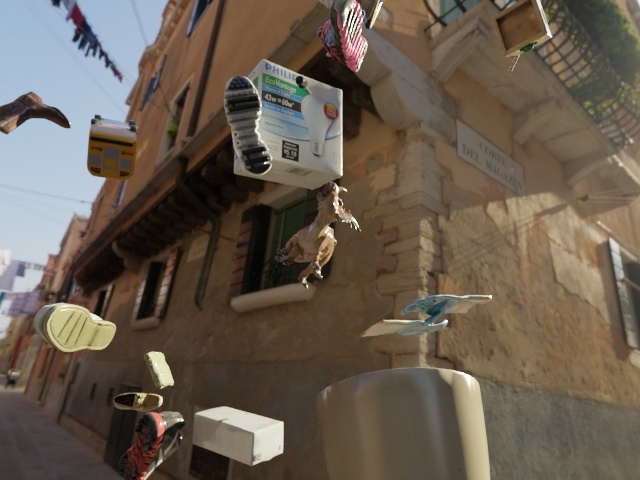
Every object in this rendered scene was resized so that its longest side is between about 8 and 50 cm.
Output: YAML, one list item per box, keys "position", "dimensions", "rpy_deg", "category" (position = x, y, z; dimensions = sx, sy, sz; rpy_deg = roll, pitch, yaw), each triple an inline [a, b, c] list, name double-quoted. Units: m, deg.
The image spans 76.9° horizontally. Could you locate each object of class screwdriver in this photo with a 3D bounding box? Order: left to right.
- position: [-0.039, -0.372, 0.977]
  dimensions: [0.025, 0.024, 0.170]
  rpy_deg: [22, 12, -1]
  category: "screwdriver"

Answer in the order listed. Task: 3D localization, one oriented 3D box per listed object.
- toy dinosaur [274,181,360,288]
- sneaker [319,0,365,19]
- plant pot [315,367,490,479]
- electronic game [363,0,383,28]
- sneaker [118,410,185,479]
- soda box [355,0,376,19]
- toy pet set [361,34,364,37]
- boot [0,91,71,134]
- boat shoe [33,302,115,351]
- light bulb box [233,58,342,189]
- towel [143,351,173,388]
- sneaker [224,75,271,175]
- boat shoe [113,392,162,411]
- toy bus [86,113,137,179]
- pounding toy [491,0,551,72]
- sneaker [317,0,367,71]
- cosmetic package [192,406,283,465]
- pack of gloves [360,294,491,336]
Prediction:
- position: [0.000, 0.000, 1.003]
  dimensions: [0.127, 0.200, 0.295]
  rpy_deg: [40, -20, 4]
  category: "toy dinosaur"
- position: [0.021, -0.479, 0.753]
  dimensions: [0.166, 0.065, 0.076]
  rpy_deg: [32, -64, -10]
  category: "sneaker"
- position: [0.126, 0.356, 0.557]
  dimensions: [0.257, 0.274, 0.256]
  rpy_deg: [-2, -38, -2]
  category: "plant pot"
- position: [0.178, -0.729, 1.157]
  dimensions: [0.048, 0.229, 0.229]
  rpy_deg: [22, -21, 0]
  category: "electronic game"
- position: [-0.454, 0.570, 1.101]
  dimensions: [0.135, 0.276, 0.098]
  rpy_deg: [6, 29, -51]
  category: "sneaker"
- position: [0.116, -0.616, 0.841]
  dimensions: [0.092, 0.083, 0.263]
  rpy_deg: [16, -32, -12]
  category: "soda box"
- position: [0.090, -0.769, 1.425]
  dimensions: [0.065, 0.122, 0.114]
  rpy_deg: [-27, 32, -36]
  category: "toy pet set"
- position: [-0.575, -0.233, 0.791]
  dimensions: [0.106, 0.114, 0.037]
  rpy_deg: [35, -43, -7]
  category: "boot"
- position: [-0.650, 0.222, 1.042]
  dimensions: [0.103, 0.113, 0.302]
  rpy_deg: [19, -23, 4]
  category: "boat shoe"
- position: [-0.118, -0.416, 1.525]
  dimensions: [0.358, 0.360, 0.225]
  rpy_deg: [7, -12, -34]
  category: "light bulb box"
- position: [-0.457, 0.367, 1.150]
  dimensions: [0.027, 0.110, 0.148]
  rpy_deg: [-26, -12, -13]
  category: "towel"
- position: [-0.226, -0.331, 1.193]
  dimensions: [0.110, 0.292, 0.118]
  rpy_deg: [-11, 5, -21]
  category: "sneaker"
- position: [-0.537, 0.472, 1.182]
  dimensions: [0.135, 0.050, 0.045]
  rpy_deg: [0, -32, -9]
  category: "boat shoe"
- position: [-0.568, -0.264, 1.107]
  dimensions: [0.108, 0.130, 0.333]
  rpy_deg: [4, 17, -28]
  category: "toy bus"
- position: [0.545, -0.558, 1.099]
  dimensions: [0.130, 0.141, 0.100]
  rpy_deg: [-18, 3, 41]
  category: "pounding toy"
- position: [0.019, -0.238, 0.467]
  dimensions: [0.057, 0.047, 0.119]
  rpy_deg: [26, 1, 11]
  category: "sneaker"
- position: [-0.220, 0.509, 1.067]
  dimensions: [0.231, 0.085, 0.117]
  rpy_deg: [-5, -11, 34]
  category: "cosmetic package"
- position: [0.236, 0.181, 0.876]
  dimensions: [0.232, 0.046, 0.195]
  rpy_deg: [6, -39, -34]
  category: "pack of gloves"
